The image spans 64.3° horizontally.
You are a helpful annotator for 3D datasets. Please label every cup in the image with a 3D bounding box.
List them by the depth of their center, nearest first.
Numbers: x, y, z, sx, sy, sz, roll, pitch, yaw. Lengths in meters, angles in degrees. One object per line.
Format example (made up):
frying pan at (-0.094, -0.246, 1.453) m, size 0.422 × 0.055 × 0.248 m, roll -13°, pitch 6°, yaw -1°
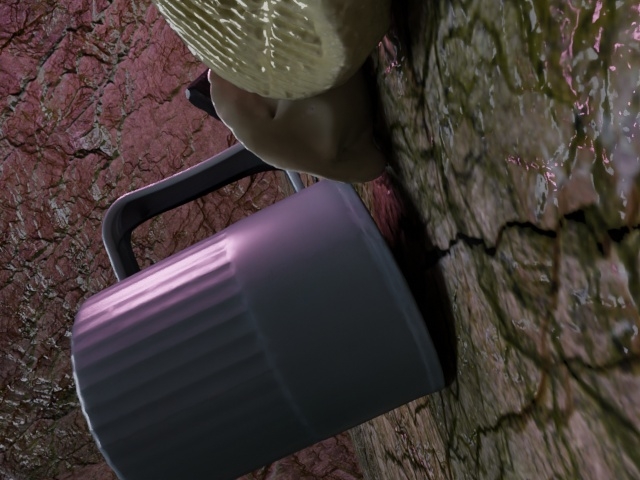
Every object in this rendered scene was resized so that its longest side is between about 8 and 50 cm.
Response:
cup at (-0.079, 0.077, 0.550) m, size 0.257 × 0.311 × 0.331 m, roll -121°, pitch 6°, yaw -76°

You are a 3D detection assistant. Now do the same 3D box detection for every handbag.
handbag at (-0.088, -0.192, 0.815) m, size 0.088 × 0.270 × 0.175 m, roll -54°, pitch 28°, yaw 22°

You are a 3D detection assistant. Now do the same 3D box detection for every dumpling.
dumpling at (-0.031, -0.151, 0.512) m, size 0.126 × 0.167 × 0.215 m, roll -8°, pitch 94°, yaw 52°

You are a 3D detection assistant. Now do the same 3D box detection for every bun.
bun at (-0.039, -0.217, 0.360) m, size 0.220 × 0.134 × 0.220 m, roll 31°, pitch 154°, yaw 17°

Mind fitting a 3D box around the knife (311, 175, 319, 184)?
knife at (0.015, -0.054, 1.072) m, size 0.045 × 0.021 × 0.222 m, roll -113°, pitch 5°, yaw -61°
